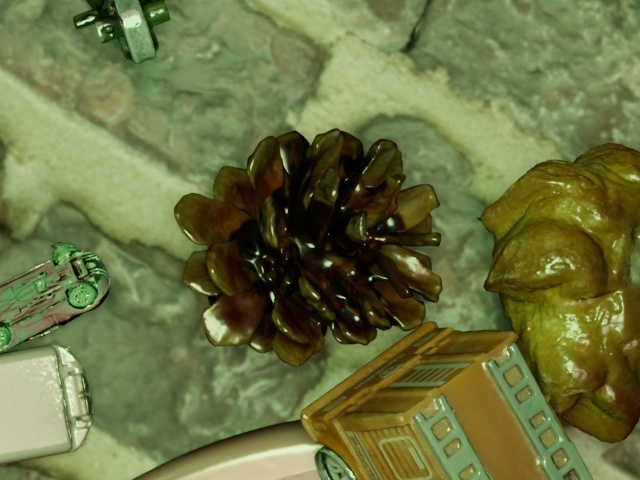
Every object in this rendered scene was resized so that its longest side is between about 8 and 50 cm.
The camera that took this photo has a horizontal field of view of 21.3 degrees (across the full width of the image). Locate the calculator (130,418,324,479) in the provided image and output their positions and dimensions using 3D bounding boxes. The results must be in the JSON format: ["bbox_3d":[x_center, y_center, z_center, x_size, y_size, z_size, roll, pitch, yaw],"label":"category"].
[{"bbox_3d":[-0.038,0.280,1.533,0.329,0.048,0.220,-16,91,-3],"label":"calculator"}]

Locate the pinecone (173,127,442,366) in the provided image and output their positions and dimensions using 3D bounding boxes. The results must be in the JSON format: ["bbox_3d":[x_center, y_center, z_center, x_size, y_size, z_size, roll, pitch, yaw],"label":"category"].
[{"bbox_3d":[0.001,0.000,1.474,0.228,0.201,0.203,-28,106,-29],"label":"pinecone"}]

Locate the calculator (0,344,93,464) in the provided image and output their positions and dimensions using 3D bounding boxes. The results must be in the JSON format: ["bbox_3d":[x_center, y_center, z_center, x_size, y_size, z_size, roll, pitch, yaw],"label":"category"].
[{"bbox_3d":[-0.290,0.152,1.522,0.175,0.032,0.100,-9,89,-5],"label":"calculator"}]

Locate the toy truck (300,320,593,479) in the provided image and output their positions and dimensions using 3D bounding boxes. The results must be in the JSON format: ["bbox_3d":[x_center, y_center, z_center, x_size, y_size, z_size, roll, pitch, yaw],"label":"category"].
[{"bbox_3d":[0.164,0.267,1.437,0.173,0.207,0.388,-33,98,-24],"label":"toy truck"}]

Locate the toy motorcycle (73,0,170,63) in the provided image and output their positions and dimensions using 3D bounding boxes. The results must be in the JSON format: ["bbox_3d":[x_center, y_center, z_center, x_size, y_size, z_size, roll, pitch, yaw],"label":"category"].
[{"bbox_3d":[-0.144,-0.298,1.510,0.205,0.127,0.275,-18,83,-6],"label":"toy motorcycle"}]

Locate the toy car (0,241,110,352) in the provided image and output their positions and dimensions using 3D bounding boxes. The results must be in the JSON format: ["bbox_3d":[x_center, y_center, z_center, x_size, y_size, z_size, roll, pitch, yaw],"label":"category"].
[{"bbox_3d":[-0.254,0.057,1.515,0.142,0.069,0.055,-26,130,-5],"label":"toy car"}]

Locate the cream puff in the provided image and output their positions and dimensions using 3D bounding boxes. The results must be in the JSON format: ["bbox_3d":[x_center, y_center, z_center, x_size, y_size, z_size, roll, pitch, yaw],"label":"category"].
[{"bbox_3d":[0.249,0.030,1.483,0.269,0.154,0.241,-43,119,-46],"label":"cream puff"}]
